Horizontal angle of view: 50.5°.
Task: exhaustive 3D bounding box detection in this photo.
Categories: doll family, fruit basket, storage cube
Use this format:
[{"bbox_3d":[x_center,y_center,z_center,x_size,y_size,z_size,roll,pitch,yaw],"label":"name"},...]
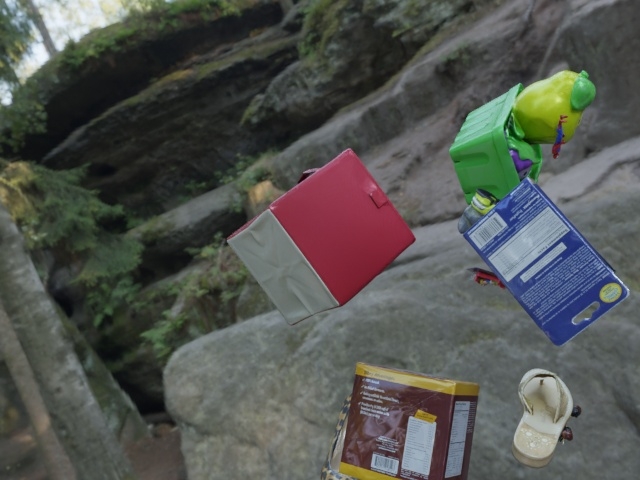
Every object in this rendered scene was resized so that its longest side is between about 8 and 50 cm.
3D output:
[{"bbox_3d":[0.578,0.444,1.655,0.111,0.076,0.193,-8,32,39],"label":"doll family"},{"bbox_3d":[0.554,-0.277,1.790,0.392,0.283,0.392,-21,21,8],"label":"fruit basket"},{"bbox_3d":[0.000,0.000,1.110,0.193,0.215,0.183,-38,5,-33],"label":"storage cube"}]

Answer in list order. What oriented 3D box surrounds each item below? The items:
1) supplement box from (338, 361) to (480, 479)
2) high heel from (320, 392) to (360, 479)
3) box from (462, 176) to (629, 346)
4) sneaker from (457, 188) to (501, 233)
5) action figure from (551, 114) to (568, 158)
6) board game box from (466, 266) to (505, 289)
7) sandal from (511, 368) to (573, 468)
[{"bbox_3d":[0.157,0.328,1.191,0.191,0.194,0.129,5,-9,32],"label":"supplement box"},{"bbox_3d":[0.064,0.414,1.385,0.093,0.186,0.261,14,10,-1],"label":"high heel"},{"bbox_3d":[0.337,0.033,1.022,0.136,0.225,0.036,-45,-24,23],"label":"box"},{"bbox_3d":[0.461,-0.019,1.727,0.121,0.300,0.111,-47,31,20],"label":"sneaker"},{"bbox_3d":[0.588,-0.250,1.669,0.030,0.115,0.038,11,43,11],"label":"action figure"},{"bbox_3d":[0.490,0.119,1.959,0.169,0.133,0.033,121,172,-85],"label":"board game box"},{"bbox_3d":[0.352,0.246,1.059,0.088,0.079,0.240,14,29,19],"label":"sandal"}]
